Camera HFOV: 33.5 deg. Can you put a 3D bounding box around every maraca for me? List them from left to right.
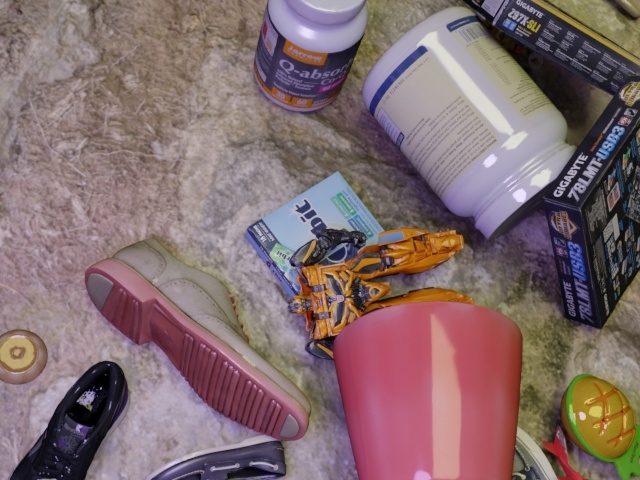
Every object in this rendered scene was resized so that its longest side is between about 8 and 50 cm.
[{"bbox_3d":[0.441,0.286,1.638,0.185,0.099,0.127,45,52,-15],"label":"maraca"}]

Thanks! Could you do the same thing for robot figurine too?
[{"bbox_3d":[0.089,0.073,1.629,0.290,0.085,0.211,-11,89,-25],"label":"robot figurine"}]

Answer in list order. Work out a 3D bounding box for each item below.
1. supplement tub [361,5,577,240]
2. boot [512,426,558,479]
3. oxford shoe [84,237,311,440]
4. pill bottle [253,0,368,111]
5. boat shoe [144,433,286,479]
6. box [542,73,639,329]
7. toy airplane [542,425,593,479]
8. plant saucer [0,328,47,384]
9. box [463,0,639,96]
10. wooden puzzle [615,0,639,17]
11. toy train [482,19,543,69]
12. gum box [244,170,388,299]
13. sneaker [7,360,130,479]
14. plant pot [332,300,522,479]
[{"bbox_3d":[0.247,-0.187,1.718,0.235,0.235,0.325,-33,77,-22],"label":"supplement tub"},{"bbox_3d":[0.305,0.370,1.585,0.086,0.069,0.190,-29,78,-24],"label":"boot"},{"bbox_3d":[-0.152,0.128,1.543,0.397,0.140,0.146,39,49,11],"label":"oxford shoe"},{"bbox_3d":[-0.013,-0.339,1.704,0.162,0.278,0.162,4,67,-9],"label":"pill bottle"},{"bbox_3d":[-0.144,0.330,1.505,0.206,0.075,0.065,-12,67,-22],"label":"boat shoe"},{"bbox_3d":[0.470,-0.058,1.691,0.073,0.296,0.293,18,58,35],"label":"box"},{"bbox_3d":[0.379,0.352,1.602,0.151,0.028,0.151,38,29,-26],"label":"toy airplane"},{"bbox_3d":[-0.439,0.167,1.543,0.083,0.015,0.084,5,66,-10],"label":"plant saucer"},{"bbox_3d":[0.389,-0.350,1.777,0.322,0.257,0.079,25,107,-21],"label":"box"},{"bbox_3d":[0.598,-0.638,2.072,0.322,0.080,0.348,44,66,8],"label":"wooden puzzle"},{"bbox_3d":[0.314,-0.336,1.905,0.166,0.046,0.125,-14,92,-25],"label":"toy train"},{"bbox_3d":[0.000,0.000,1.693,0.184,0.041,0.157,-33,79,-23],"label":"gum box"},{"bbox_3d":[-0.355,0.288,1.448,0.107,0.124,0.283,24,65,-1],"label":"sneaker"},{"bbox_3d":[0.154,0.251,1.480,0.274,0.275,0.243,5,59,-10],"label":"plant pot"}]
